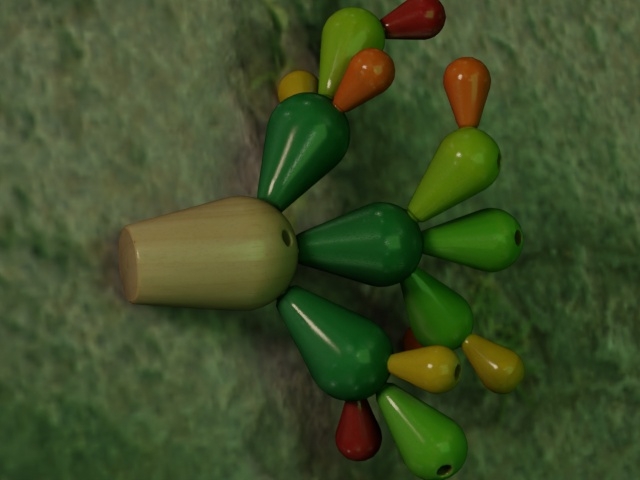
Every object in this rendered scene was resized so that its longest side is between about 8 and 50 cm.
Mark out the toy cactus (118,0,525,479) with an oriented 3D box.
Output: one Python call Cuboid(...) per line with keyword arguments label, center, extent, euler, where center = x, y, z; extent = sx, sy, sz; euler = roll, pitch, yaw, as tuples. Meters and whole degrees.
Cuboid(label="toy cactus", center=(0.000, 0.000, 0.873), extent=(0.180, 0.112, 0.219), euler=(-5, 87, -19))
